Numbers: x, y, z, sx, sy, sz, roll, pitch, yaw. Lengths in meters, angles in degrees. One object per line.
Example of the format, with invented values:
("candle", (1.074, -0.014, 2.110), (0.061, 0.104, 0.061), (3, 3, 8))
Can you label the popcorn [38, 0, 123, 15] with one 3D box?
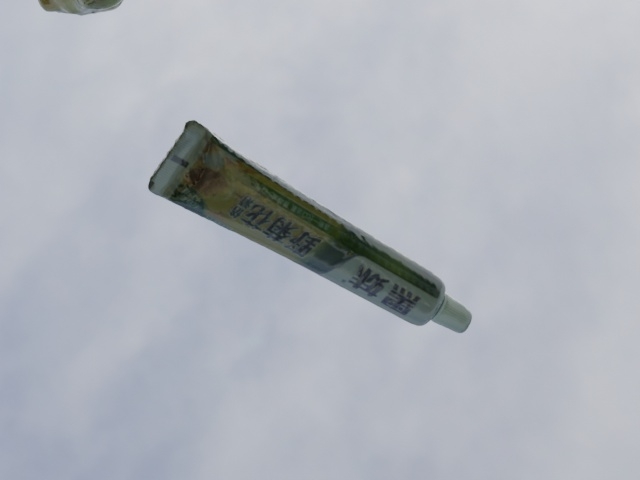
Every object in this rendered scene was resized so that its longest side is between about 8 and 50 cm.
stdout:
("popcorn", (-0.175, -0.341, 1.436), (0.292, 0.293, 0.334), (-28, -156, 6))

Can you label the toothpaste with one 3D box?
("toothpaste", (0.000, 0.000, 1.068), (0.049, 0.204, 0.031), (-55, -162, 17))
